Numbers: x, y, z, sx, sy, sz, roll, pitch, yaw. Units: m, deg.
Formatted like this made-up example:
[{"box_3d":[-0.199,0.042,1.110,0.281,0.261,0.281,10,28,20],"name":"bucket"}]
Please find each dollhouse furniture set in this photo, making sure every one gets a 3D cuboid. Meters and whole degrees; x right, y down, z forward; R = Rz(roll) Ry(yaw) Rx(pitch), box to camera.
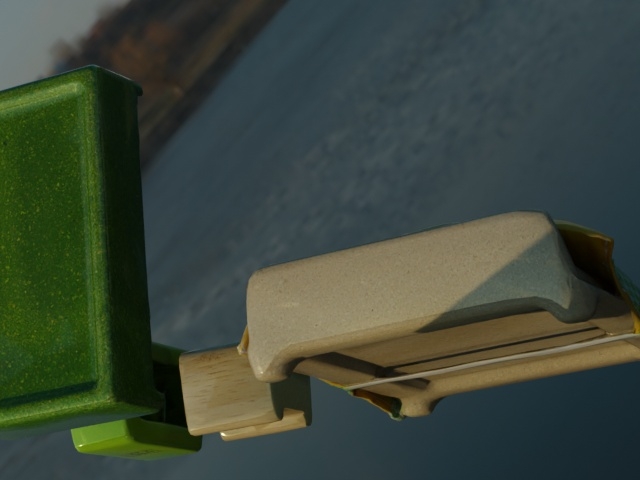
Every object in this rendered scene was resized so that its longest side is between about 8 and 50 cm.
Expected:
[{"box_3d":[0.000,0.000,0.764,0.301,0.151,0.197,-13,-15,22],"name":"dollhouse furniture set"}]
